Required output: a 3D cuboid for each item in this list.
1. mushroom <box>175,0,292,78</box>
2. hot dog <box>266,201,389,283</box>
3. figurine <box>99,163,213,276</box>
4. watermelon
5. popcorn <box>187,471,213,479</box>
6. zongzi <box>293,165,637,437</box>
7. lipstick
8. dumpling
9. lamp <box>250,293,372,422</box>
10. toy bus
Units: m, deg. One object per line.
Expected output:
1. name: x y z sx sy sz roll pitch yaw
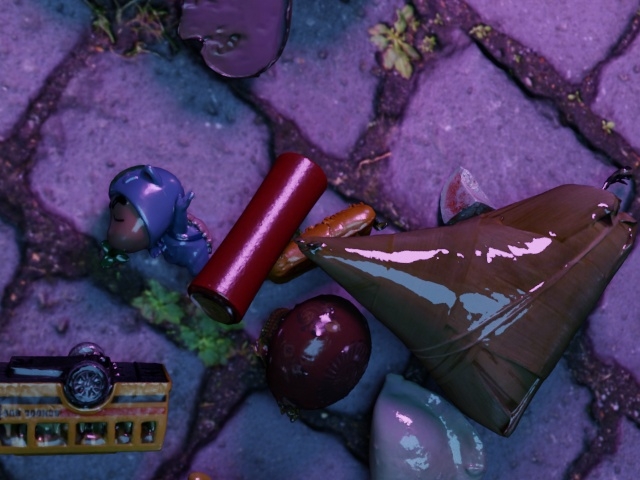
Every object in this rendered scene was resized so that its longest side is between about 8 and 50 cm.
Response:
1. mushroom: -0.101 -0.305 1.200 0.141 0.117 0.188 5 110 9
2. hot dog: 0.000 0.000 1.256 0.188 0.072 0.055 -28 76 -13
3. figurine: -0.209 -0.003 1.187 0.144 0.114 0.178 -44 109 -9
4. watermelon: 0.205 -0.062 1.312 0.085 0.061 0.085 -1 93 -16
5. popcorn: -0.115 0.416 1.143 0.293 0.237 0.292 0 91 -19
6. zongzi: 0.238 -0.020 1.248 0.418 0.181 0.447 41 79 -18
7. lipstick: -0.076 -0.006 1.193 0.080 0.080 0.241 39 60 -12
8. dumpling: 0.137 0.283 1.272 0.149 0.105 0.216 -7 92 -7
9. lamp: -0.012 0.139 1.224 0.157 0.135 0.156 -35 142 -28
10. toy bus: -0.355 0.194 1.141 0.336 0.121 0.123 2 97 -16
